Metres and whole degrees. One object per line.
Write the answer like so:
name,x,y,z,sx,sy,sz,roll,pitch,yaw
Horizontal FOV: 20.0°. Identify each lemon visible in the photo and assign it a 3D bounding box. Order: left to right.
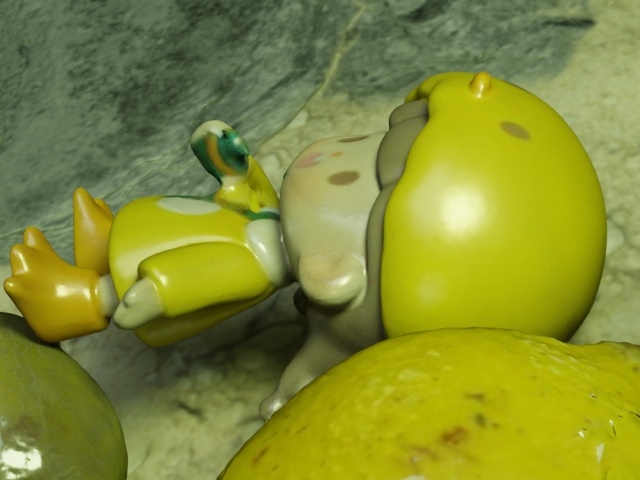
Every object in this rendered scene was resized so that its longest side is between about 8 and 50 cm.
lemon,0.065,0.174,0.862,0.310,0.258,0.258,-46,48,-11

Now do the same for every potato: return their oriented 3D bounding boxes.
potato,-0.200,0.136,1.104,0.154,0.137,0.200,-54,43,15

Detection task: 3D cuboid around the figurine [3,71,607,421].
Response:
figurine,0.000,0.000,1.094,0.344,0.187,0.215,-5,34,17
